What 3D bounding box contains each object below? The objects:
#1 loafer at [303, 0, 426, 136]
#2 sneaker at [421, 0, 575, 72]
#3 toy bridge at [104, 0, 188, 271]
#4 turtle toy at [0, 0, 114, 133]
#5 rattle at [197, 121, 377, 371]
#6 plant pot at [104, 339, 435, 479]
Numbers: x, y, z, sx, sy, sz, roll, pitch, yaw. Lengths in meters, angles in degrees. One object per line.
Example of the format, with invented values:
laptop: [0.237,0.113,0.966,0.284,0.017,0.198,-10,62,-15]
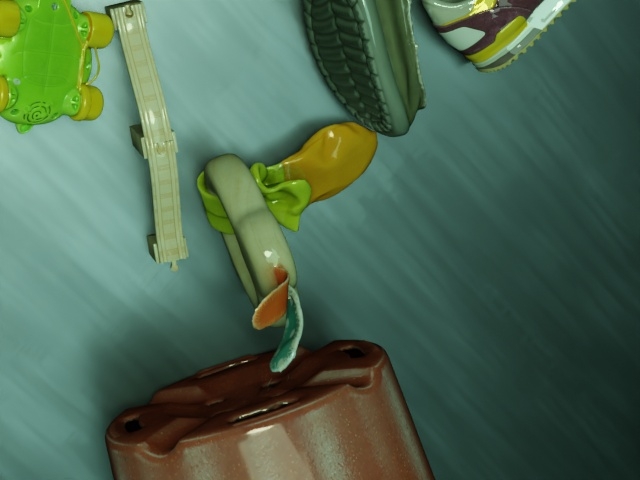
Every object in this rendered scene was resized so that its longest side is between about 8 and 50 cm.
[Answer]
loafer: [0.036,-0.192,1.026,0.087,0.094,0.251,-25,115,-22]
sneaker: [0.154,-0.211,1.071,0.084,0.069,0.185,41,88,-25]
toy bridge: [-0.115,-0.069,1.029,0.026,0.063,0.188,-12,105,-13]
turtle toy: [-0.191,-0.135,0.989,0.095,0.066,0.130,3,100,-40]
rattle: [0.000,0.000,1.004,0.142,0.199,0.130,-6,104,-15]
plant pot: [-0.015,0.223,1.034,0.272,0.272,0.265,-17,98,-12]
